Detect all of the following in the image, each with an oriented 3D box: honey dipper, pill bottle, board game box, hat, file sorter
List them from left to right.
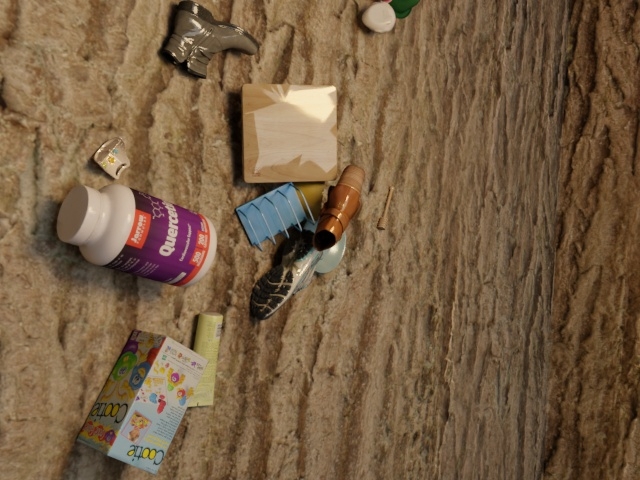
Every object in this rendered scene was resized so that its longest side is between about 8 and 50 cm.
[{"bbox_3d":[-0.401,-0.014,1.481,0.323,0.182,0.181,22,76,-45],"label":"pill bottle"},{"bbox_3d":[-0.400,0.362,1.521,0.144,0.142,0.275,42,61,-39],"label":"board game box"},{"bbox_3d":[-0.118,-0.062,1.786,0.170,0.104,0.118,-27,113,-11],"label":"file sorter"},{"bbox_3d":[0.225,-0.112,2.248,0.030,0.031,0.160,35,65,-41],"label":"honey dipper"},{"bbox_3d":[0.327,-0.836,2.223,0.173,0.184,0.208,25,73,-44],"label":"hat"}]

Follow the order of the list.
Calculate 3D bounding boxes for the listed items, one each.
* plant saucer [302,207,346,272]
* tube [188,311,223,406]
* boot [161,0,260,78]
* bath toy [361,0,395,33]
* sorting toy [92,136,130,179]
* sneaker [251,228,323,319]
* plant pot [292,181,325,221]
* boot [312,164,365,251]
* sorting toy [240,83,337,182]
[{"bbox_3d":[0.000,0.000,2.008,0.195,0.038,0.194,-2,92,-46],"label":"plant saucer"},{"bbox_3d":[-0.296,0.303,1.697,0.070,0.062,0.240,8,91,-3],"label":"tube"},{"bbox_3d":[-0.278,-0.478,1.687,0.247,0.084,0.161,19,84,-39],"label":"boot"},{"bbox_3d":[0.194,-0.827,2.137,0.152,0.129,0.347,0,89,-2],"label":"bath toy"},{"bbox_3d":[-0.467,-0.180,1.512,0.083,0.045,0.075,-59,136,-28],"label":"sorting toy"},{"bbox_3d":[-0.078,0.114,1.865,0.283,0.110,0.122,-54,141,-13],"label":"sneaker"},{"bbox_3d":[-0.045,-0.127,1.903,0.095,0.134,0.134,9,83,-4],"label":"plant pot"},{"bbox_3d":[0.045,-0.055,1.858,0.109,0.283,0.220,25,65,-4],"label":"boot"},{"bbox_3d":[-0.091,-0.289,1.811,0.257,0.089,0.255,-3,99,-18],"label":"sorting toy"}]
